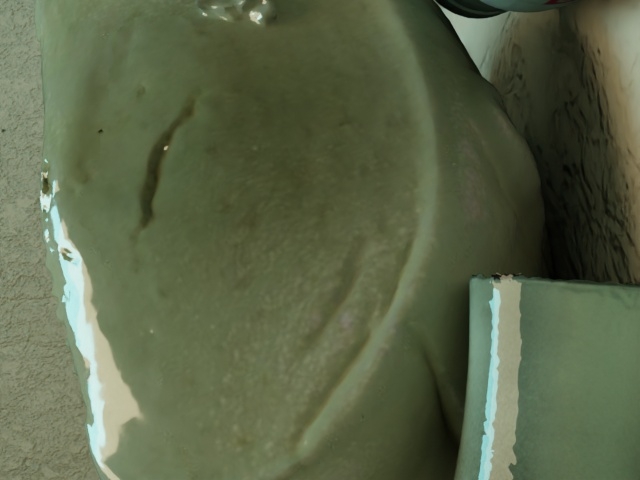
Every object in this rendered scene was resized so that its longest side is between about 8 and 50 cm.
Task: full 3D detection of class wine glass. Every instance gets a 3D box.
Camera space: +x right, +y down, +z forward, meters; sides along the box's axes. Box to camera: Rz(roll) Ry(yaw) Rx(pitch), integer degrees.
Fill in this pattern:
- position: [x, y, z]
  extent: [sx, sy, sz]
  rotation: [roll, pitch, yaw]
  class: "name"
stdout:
- position: [0.100, 0.130, 0.660]
  extent: [0.103, 0.103, 0.231]
  rotation: [172, 100, -81]
  class: "wine glass"

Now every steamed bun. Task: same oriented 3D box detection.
- position: [0.003, -0.004, 0.824]
  extent: [0.247, 0.236, 0.384]
  rotation: [54, -163, -53]
  class: "steamed bun"

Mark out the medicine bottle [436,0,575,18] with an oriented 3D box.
- position: [0.098, -0.150, 0.713]
  extent: [0.216, 0.090, 0.090]
  rotation: [180, 90, -81]
  class: "medicine bottle"
